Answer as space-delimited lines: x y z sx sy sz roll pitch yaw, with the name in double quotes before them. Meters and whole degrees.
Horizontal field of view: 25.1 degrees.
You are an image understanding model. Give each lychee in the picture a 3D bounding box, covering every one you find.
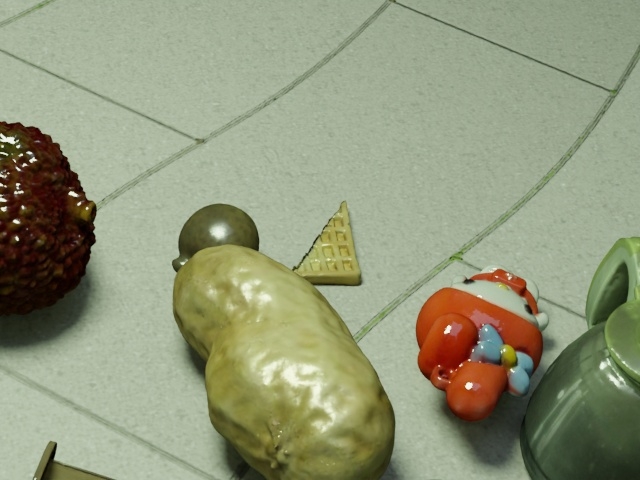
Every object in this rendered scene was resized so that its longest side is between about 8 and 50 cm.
"lychee" -0.396 -0.024 1.723 0.271 0.236 0.236 -6 43 6

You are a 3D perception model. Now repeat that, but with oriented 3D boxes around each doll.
"doll" 0.194 0.119 1.754 0.161 0.130 0.290 28 31 9

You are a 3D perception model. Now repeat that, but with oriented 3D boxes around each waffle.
"waffle" 0.000 0.000 1.920 0.097 0.023 0.153 2 45 -11

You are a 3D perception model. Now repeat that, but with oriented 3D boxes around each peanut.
"peanut" -0.053 0.148 1.653 0.192 0.170 0.387 -14 45 -24

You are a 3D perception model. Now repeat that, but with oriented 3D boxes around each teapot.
"teapot" 0.387 0.162 1.671 0.239 0.239 0.321 26 44 14

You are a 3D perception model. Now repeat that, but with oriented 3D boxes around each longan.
"longan" -0.134 0.008 1.834 0.119 0.106 0.106 -37 60 -22

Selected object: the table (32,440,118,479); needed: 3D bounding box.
"table" -0.196 0.318 1.467 0.226 0.167 0.167 19 43 -5
